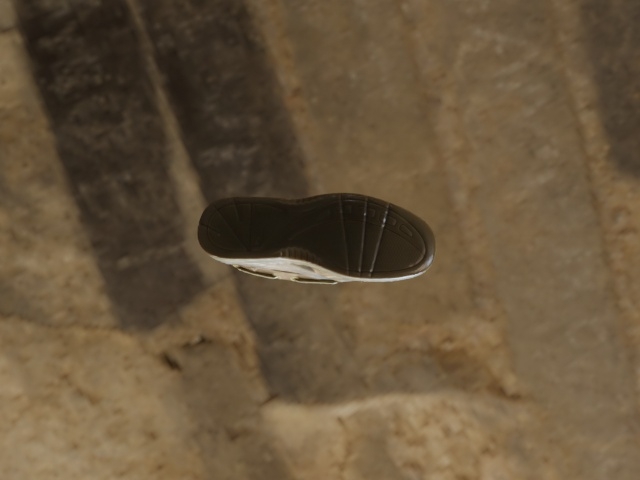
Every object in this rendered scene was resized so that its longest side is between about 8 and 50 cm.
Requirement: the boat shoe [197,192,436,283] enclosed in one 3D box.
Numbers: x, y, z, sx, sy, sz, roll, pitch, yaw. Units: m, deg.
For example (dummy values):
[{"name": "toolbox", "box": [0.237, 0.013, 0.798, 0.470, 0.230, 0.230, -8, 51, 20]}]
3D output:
[{"name": "boat shoe", "box": [0.000, 0.000, 0.931, 0.135, 0.050, 0.045, 8, -13, 10]}]
